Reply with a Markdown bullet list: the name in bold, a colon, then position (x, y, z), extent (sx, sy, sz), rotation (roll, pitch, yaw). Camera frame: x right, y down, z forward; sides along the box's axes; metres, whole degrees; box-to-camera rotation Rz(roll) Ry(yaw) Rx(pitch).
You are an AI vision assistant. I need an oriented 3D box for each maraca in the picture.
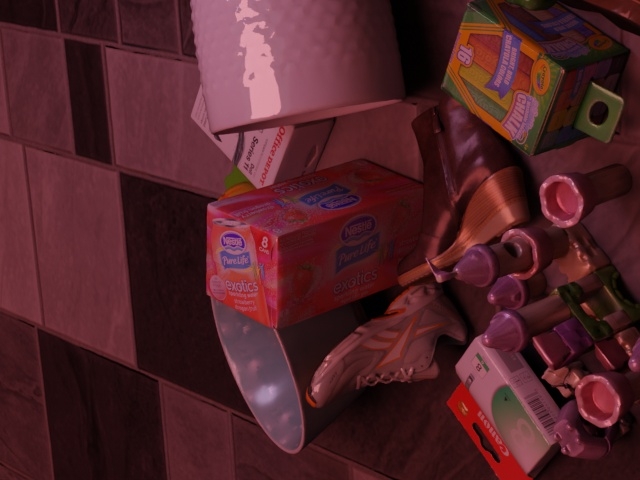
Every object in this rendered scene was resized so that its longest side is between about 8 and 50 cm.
- **maraca**: position (-0.121, -0.046, 2.399), extent (0.127, 0.099, 0.186), rotation (-15, 67, 45)

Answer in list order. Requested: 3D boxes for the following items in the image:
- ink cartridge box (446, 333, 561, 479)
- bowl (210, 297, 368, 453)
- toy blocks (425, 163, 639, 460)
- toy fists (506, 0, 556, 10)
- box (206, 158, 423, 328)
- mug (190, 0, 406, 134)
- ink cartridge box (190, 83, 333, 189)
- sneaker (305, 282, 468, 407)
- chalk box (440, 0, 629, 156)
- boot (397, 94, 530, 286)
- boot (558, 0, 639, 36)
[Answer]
- **ink cartridge box**: position (0.243, 0.250, 2.093), extent (0.181, 0.056, 0.225), rotation (56, 146, 21)
- **bowl**: position (-0.030, 0.148, 2.274), extent (0.311, 0.163, 0.312), rotation (52, 154, 40)
- **toy blocks**: position (0.288, 0.113, 1.855), extent (0.289, 0.260, 0.309), rotation (55, 138, 18)
- **toy fists**: position (0.294, -0.387, 1.714), extent (0.279, 0.096, 0.142), rotation (-54, 42, 6)
- **box**: position (0.000, 0.000, 2.110), extent (0.154, 0.300, 0.142), rotation (25, 122, 42)
- **mug**: position (-0.052, -0.329, 2.104), extent (0.374, 0.276, 0.328), rotation (-178, 78, -80)
- **ink cartridge box**: position (-0.091, -0.189, 2.310), extent (0.208, 0.086, 0.153), rotation (46, 135, 26)
- **sneaker**: position (0.100, 0.164, 2.107), extent (0.121, 0.262, 0.099), rotation (49, 161, 12)
- **chalk box**: position (0.276, -0.196, 1.848), extent (0.213, 0.132, 0.132), rotation (41, 132, 32)
- **boot**: position (0.169, -0.068, 2.059), extent (0.248, 0.090, 0.207), rotation (-36, 68, 39)
- **boot**: position (0.315, -0.339, 1.802), extent (0.305, 0.112, 0.115), rotation (33, 98, 42)
